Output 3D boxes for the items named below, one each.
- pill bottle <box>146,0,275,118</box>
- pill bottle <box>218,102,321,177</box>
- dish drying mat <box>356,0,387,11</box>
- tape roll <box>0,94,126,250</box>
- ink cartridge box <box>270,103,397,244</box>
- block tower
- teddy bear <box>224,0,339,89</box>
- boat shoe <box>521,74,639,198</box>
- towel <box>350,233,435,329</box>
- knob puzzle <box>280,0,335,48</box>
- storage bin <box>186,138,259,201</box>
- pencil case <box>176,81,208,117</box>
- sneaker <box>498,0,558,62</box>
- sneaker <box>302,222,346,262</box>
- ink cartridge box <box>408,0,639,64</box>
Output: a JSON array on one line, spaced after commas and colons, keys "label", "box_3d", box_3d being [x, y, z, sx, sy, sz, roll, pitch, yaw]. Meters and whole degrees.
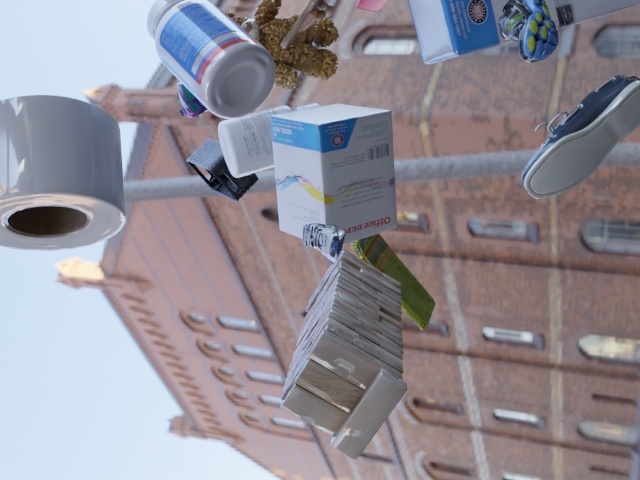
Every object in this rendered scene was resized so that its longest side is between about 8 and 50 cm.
[{"label": "pill bottle", "box_3d": [-0.175, -0.291, 1.279, 0.124, 0.221, 0.124, -27, -38, -23]}, {"label": "pill bottle", "box_3d": [-0.104, -0.233, 1.892, 0.131, 0.229, 0.131, 162, 90, -76]}, {"label": "dish drying mat", "box_3d": [0.071, -0.301, 1.020, 0.083, 0.032, 0.008, 142, 137, -71]}, {"label": "tape roll", "box_3d": [-0.442, -0.103, 1.360, 0.246, 0.246, 0.169, 42, -143, -64]}, {"label": "ink cartridge box", "box_3d": [0.025, -0.127, 1.591, 0.171, 0.168, 0.232, -16, -69, -33]}, {"label": "block tower", "box_3d": [0.031, 0.105, 0.929, 0.091, 0.097, 0.335, -58, 5, 14]}, {"label": "teddy bear", "box_3d": [-0.096, -0.502, 2.121, 0.338, 0.113, 0.245, 19, -92, -28]}, {"label": "boat shoe", "box_3d": [0.410, -0.169, 1.332, 0.254, 0.079, 0.095, -45, -54, 2]}, {"label": "towel", "box_3d": [0.155, 0.069, 1.721, 0.237, 0.021, 0.102, 49, -142, -13]}, {"label": "knob puzzle", "box_3d": [0.025, -0.403, 1.349, 0.213, 0.030, 0.213, -51, 4, 5]}, {"label": "storage bin", "box_3d": [-0.253, -0.182, 2.163, 0.084, 0.180, 0.122, -47, -59, -11]}, {"label": "pencil case", "box_3d": [-0.180, -0.266, 1.506, 0.070, 0.152, 0.064, 68, 161, 6]}, {"label": "sneaker", "box_3d": [0.326, -0.335, 1.338, 0.067, 0.078, 0.188, 31, -142, -24]}, {"label": "sneaker", "box_3d": [0.000, 0.000, 1.289, 0.135, 0.058, 0.052, -146, 69, -77]}, {"label": "ink cartridge box", "box_3d": [0.361, -0.517, 1.553, 0.166, 0.395, 0.285, -163, 57, -75]}]
